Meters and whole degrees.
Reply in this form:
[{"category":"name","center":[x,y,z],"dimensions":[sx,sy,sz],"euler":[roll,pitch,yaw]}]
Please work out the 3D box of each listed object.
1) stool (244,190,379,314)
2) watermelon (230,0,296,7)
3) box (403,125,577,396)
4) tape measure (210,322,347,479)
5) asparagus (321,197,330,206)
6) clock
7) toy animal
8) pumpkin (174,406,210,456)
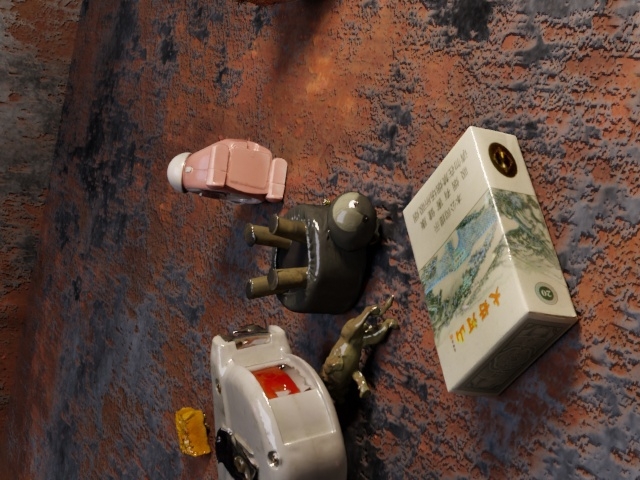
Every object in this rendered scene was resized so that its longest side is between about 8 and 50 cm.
[{"category":"stool","center":[-0.015,0.006,1.670],"dimensions":[0.153,0.139,0.228],"euler":[61,138,45]},{"category":"watermelon","center":[-0.051,-0.467,1.863],"dimensions":[0.128,0.231,0.146],"euler":[58,-156,-64]},{"category":"box","center":[0.181,0.023,1.344],"dimensions":[0.164,0.069,0.256],"euler":[-54,36,43]},{"category":"tape measure","center":[-0.066,0.276,1.643],"dimensions":[0.265,0.130,0.258],"euler":[-145,52,-59]},{"category":"asparagus","center":[0.000,0.000,1.783],"dimensions":[0.018,0.015,0.127],"euler":[8,90,55]},{"category":"clock","center":[-0.153,-0.111,1.973],"dimensions":[0.162,0.166,0.093],"euler":[-5,76,56]},{"category":"toy animal","center":[0.046,0.148,1.585],"dimensions":[0.220,0.069,0.086],"euler":[-57,25,37]},{"category":"pumpkin","center":[-0.219,0.329,2.087],"dimensions":[0.074,0.054,0.083],"euler":[1,104,67]}]
